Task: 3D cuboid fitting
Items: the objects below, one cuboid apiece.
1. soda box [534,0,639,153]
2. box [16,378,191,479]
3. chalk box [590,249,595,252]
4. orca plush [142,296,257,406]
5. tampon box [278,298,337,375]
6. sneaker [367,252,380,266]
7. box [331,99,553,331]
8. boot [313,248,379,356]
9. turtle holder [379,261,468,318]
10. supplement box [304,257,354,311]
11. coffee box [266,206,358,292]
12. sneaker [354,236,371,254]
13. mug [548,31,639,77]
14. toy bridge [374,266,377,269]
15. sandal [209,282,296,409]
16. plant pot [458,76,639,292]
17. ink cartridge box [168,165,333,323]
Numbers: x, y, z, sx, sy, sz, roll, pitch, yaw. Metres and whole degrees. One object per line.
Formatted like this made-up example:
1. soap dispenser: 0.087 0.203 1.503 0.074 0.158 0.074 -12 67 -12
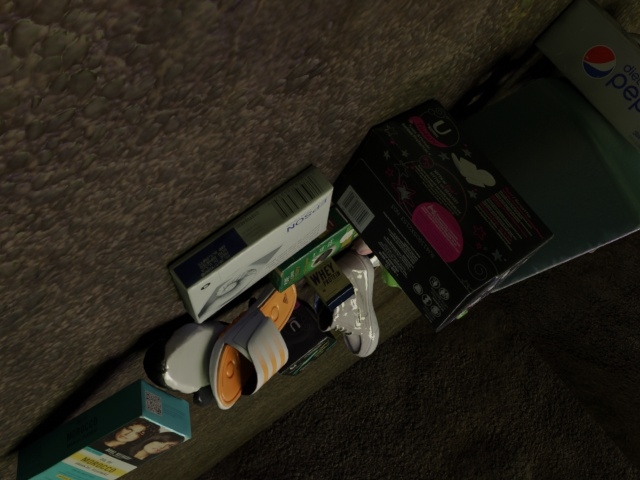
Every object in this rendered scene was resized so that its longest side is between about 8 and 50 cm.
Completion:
1. soda box: 0.451 -0.222 1.218 0.098 0.286 0.091 -47 164 29
2. box: -0.306 0.288 1.179 0.244 0.060 0.100 -32 136 20
3. chalk box: 0.482 -0.093 1.755 0.180 0.289 0.179 -31 165 -30
4. orca plush: -0.185 0.151 1.270 0.287 0.102 0.151 -38 127 -54
5. tampon box: -0.050 0.198 1.696 0.120 0.101 0.161 -39 167 0
6. sneaker: 0.073 0.051 1.673 0.152 0.054 0.061 -45 151 14
7. box: 0.158 -0.034 1.133 0.142 0.247 0.163 -28 164 -37
8. boot: 0.040 0.145 1.620 0.123 0.095 0.258 -32 132 -33
9. turtle holder: 0.264 0.017 1.668 0.320 0.227 0.243 -37 168 -5
10. supplement box: 0.013 0.071 1.470 0.056 0.083 0.083 -38 167 -5
11. coffee box: 0.000 0.000 1.284 0.184 0.040 0.113 -36 167 -14
12. sneaker: 0.125 -0.021 1.539 0.134 0.051 0.070 -32 172 -10
13. mug: 0.479 -0.176 1.474 0.374 0.276 0.328 -44 159 -1
14. toy bridge: 0.069 0.092 1.836 0.188 0.026 0.063 -40 169 7
15. sandal: -0.080 0.144 1.274 0.265 0.076 0.102 -55 139 -45
16. plant pot: 0.339 -0.103 1.256 0.247 0.252 0.247 -28 176 32
17. ink cartridge box: -0.086 0.019 1.095 0.223 0.045 0.224 -36 168 -13
